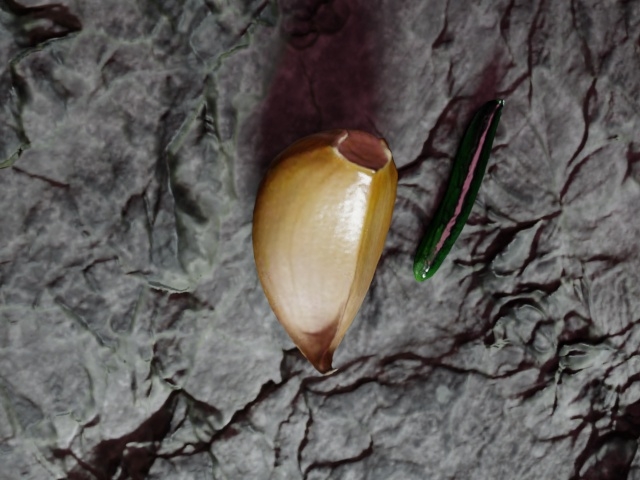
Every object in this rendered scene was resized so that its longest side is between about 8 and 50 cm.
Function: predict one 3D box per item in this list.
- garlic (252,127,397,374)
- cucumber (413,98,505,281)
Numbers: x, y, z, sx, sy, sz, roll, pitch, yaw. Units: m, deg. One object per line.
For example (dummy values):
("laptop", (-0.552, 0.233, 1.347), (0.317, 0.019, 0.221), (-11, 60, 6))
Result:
("garlic", (0.008, 0.000, 1.069), (0.115, 0.128, 0.206), (-8, 108, -54))
("cucumber", (0.130, -0.045, 1.130), (0.036, 0.033, 0.184), (21, 91, -40))
